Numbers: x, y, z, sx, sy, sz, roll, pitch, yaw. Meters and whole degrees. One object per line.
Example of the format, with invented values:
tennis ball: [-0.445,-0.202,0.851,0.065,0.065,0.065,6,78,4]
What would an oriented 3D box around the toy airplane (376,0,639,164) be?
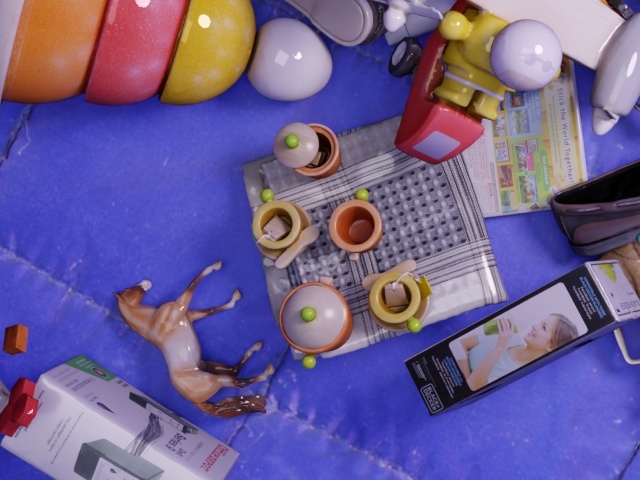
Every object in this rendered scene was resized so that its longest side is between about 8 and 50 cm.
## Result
toy airplane: [0.252,-0.287,1.568,0.386,0.272,0.384,-15,122,2]

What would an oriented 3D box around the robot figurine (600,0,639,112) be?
robot figurine: [0.485,-0.270,1.719,0.211,0.085,0.291,-44,88,8]

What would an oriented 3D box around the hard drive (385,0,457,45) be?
hard drive: [0.222,-0.437,1.720,0.353,0.047,0.233,-18,92,18]

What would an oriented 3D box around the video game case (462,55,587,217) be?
video game case: [0.267,-0.150,1.780,0.206,0.026,0.227,-7,92,7]

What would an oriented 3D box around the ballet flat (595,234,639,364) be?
ballet flat: [0.487,0.150,1.729,0.124,0.116,0.342,-39,82,20]

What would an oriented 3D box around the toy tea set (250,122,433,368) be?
toy tea set: [0.000,0.000,1.682,0.200,0.124,0.336,-29,74,7]

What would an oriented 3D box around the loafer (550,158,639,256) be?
loafer: [0.452,-0.077,1.678,0.302,0.109,0.095,-29,117,26]

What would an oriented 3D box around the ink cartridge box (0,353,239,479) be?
ink cartridge box: [-0.274,0.297,1.776,0.289,0.211,0.122,31,95,2]

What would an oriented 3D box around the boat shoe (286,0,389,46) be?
boat shoe: [-0.027,-0.390,1.759,0.335,0.095,0.112,44,129,18]

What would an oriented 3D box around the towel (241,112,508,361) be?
towel: [0.064,-0.012,1.753,0.324,0.056,0.312,-18,79,12]

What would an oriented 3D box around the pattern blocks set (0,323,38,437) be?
pattern blocks set: [-0.486,0.248,1.763,0.026,0.325,0.285,29,102,-30]

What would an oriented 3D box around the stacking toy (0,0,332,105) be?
stacking toy: [-0.214,-0.298,1.729,0.479,0.350,0.351,15,96,-14]

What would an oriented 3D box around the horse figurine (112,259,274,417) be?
horse figurine: [-0.176,0.156,1.828,0.174,0.066,0.263,-27,88,1]

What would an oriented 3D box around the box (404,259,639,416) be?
box: [0.277,0.130,1.686,0.290,0.169,0.087,-31,77,25]
